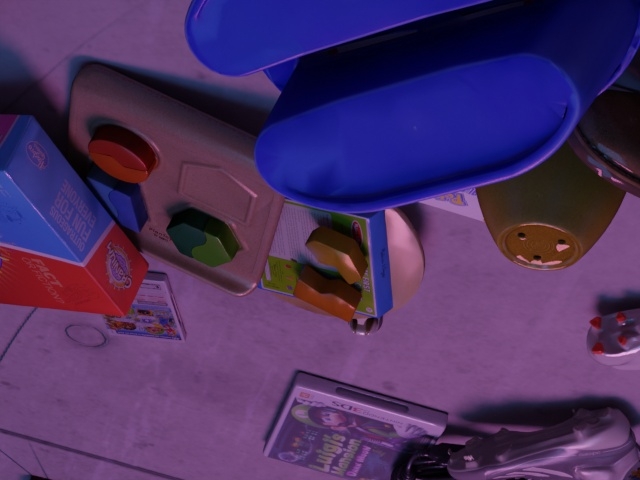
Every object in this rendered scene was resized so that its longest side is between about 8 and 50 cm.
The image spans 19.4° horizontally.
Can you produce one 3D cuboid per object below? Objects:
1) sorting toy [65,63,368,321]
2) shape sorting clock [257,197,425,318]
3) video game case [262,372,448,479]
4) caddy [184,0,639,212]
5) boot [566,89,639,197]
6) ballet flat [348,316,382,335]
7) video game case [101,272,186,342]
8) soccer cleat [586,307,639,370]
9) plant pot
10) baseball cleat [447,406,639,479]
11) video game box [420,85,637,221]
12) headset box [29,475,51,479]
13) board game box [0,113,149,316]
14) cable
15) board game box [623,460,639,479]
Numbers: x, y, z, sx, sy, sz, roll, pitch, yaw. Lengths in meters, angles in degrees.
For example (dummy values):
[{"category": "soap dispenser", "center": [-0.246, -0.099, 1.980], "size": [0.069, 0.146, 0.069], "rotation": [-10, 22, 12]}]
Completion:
[{"category": "sorting toy", "center": [-0.098, -0.024, 1.719], "size": [0.307, 0.041, 0.229], "rotation": [25, 147, 3]}, {"category": "shape sorting clock", "center": [0.000, 0.000, 1.766], "size": [0.206, 0.040, 0.206], "rotation": [17, 141, 15]}, {"category": "video game case", "center": [0.036, 0.221, 2.115], "size": [0.173, 0.022, 0.190], "rotation": [16, 148, -4]}, {"category": "caddy", "center": [0.071, -0.167, 1.375], "size": [0.341, 0.179, 0.241], "rotation": [-13, 117, 34]}, {"category": "boot", "center": [0.327, -0.083, 1.464], "size": [0.305, 0.112, 0.115], "rotation": [11, 138, -26]}, {"category": "ballet flat", "center": [0.042, 0.072, 1.870], "size": [0.041, 0.041, 0.114], "rotation": [10, 148, 5]}, {"category": "video game case", "center": [-0.193, 0.068, 1.976], "size": [0.087, 0.011, 0.122], "rotation": [5, 146, 11]}, {"category": "soccer cleat", "center": [0.345, 0.086, 1.767], "size": [0.196, 0.068, 0.076], "rotation": [-11, 155, 35]}, {"category": "plant pot", "center": [0.184, -0.033, 1.521], "size": [0.134, 0.095, 0.134], "rotation": [8, 146, 5]}, {"category": "baseball cleat", "center": [0.240, 0.243, 1.992], "size": [0.206, 0.072, 0.109], "rotation": [-17, 113, 27]}, {"category": "video game box", "center": [0.150, -0.083, 1.588], "size": [0.205, 0.048, 0.187], "rotation": [16, 149, -5]}, {"category": "headset box", "center": [-0.337, 0.339, 2.421], "size": [0.083, 0.032, 0.062], "rotation": [15, 147, 1]}, {"category": "board game box", "center": [-0.355, -0.030, 1.795], "size": [0.317, 0.064, 0.242], "rotation": [4, 147, 30]}, {"category": "cable", "center": [0.173, 0.278, 2.110], "size": [0.184, 0.047, 0.150], "rotation": [5, 148, -5]}, {"category": "board game box", "center": [0.441, 0.326, 2.100], "size": [0.193, 0.053, 0.305], "rotation": [-3, 144, 25]}]
